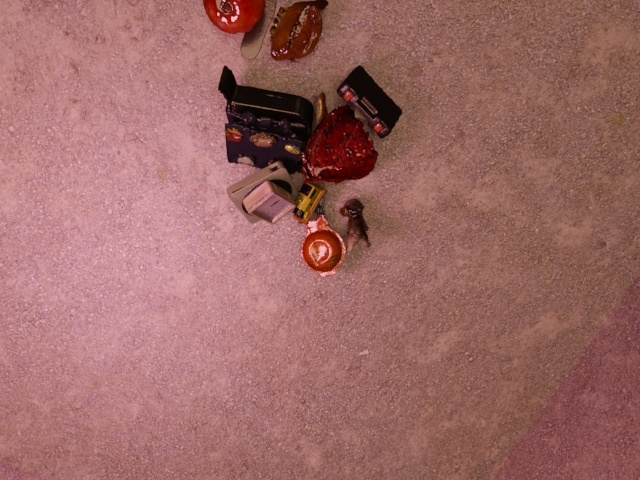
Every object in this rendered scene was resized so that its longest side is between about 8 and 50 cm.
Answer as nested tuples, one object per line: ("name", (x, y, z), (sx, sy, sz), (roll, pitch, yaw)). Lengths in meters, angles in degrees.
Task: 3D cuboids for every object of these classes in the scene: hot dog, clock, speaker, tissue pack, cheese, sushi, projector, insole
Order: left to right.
("insole", (-0.257, -0.918, 1.732), (0.111, 0.007, 0.328), (17, 100, -8))
("projector", (-0.238, -0.204, 1.780), (0.257, 0.259, 0.079), (-27, 62, 0))
("speaker", (-0.211, -0.551, 1.695), (0.387, 0.184, 0.180), (8, 62, -9))
("clock", (-0.207, -0.156, 1.723), (0.146, 0.192, 0.071), (-36, 63, 15))
("sushi", (-0.092, -0.860, 1.696), (0.166, 0.179, 0.297), (15, 117, -32))
("cheese", (0.000, 0.000, 1.887), (0.216, 0.129, 0.330), (-15, 89, 16))
("hot dog", (0.001, -0.539, 1.798), (0.053, 0.099, 0.192), (9, 107, 22))
("tissue pack", (0.200, -0.563, 1.849), (0.108, 0.023, 0.056), (12, 101, -9))

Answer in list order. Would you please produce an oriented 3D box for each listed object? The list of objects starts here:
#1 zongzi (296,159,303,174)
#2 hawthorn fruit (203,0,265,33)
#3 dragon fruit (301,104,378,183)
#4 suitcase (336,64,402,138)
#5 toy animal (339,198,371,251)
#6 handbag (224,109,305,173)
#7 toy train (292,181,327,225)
("zongzi", (-0.081, -0.350, 1.855), (0.113, 0.052, 0.104), (22, 91, 3))
("hawthorn fruit", (-0.337, -0.899, 1.584), (0.241, 0.272, 0.242), (0, 127, 0))
("dragon fruit", (0.039, -0.374, 1.793), (0.329, 0.228, 0.286), (-27, 84, -7))
("suitcase", (0.213, -0.588, 1.768), (0.285, 0.206, 0.066), (42, 139, -13))
("toy animal", (0.155, -0.068, 1.881), (0.121, 0.233, 0.169), (-9, 143, 6))
("handbag", (-0.225, -0.389, 1.676), (0.303, 0.329, 0.122), (9, 77, -7))
("toy train", (-0.055, -0.166, 1.812), (0.089, 0.127, 0.220), (32, 93, 32))
